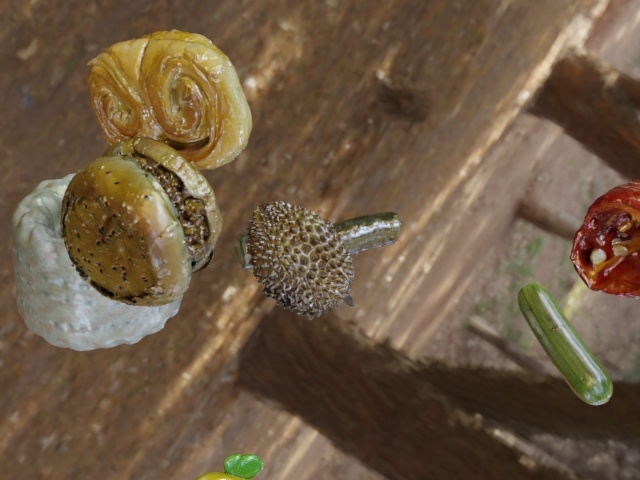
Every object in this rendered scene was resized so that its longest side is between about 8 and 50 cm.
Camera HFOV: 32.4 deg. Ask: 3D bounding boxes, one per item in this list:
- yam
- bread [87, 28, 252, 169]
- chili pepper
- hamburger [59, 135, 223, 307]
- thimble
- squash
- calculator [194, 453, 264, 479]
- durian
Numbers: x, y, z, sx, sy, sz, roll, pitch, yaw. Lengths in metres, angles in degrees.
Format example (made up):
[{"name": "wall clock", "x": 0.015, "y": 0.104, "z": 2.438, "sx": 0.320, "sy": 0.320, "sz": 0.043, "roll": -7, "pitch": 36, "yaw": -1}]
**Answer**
[{"name": "yam", "x": 0.000, "y": 0.000, "z": 1.625, "sx": 0.252, "sy": 0.061, "sz": 0.061, "roll": -9, "pitch": 148, "yaw": -20}, {"name": "bread", "x": -0.206, "y": -0.190, "z": 1.535, "sx": 0.120, "sy": 0.236, "sz": 0.198, "roll": -57, "pitch": 142, "yaw": -47}, {"name": "chili pepper", "x": 0.419, "y": -0.009, "z": 1.339, "sx": 0.338, "sy": 0.134, "sz": 0.131, "roll": -5, "pitch": 97, "yaw": -59}, {"name": "hamburger", "x": -0.195, "y": -0.014, "z": 1.126, "sx": 0.113, "sy": 0.185, "sz": 0.177, "roll": -50, "pitch": 157, "yaw": -38}, {"name": "thimble", "x": -0.343, "y": 0.025, "z": 1.750, "sx": 0.291, "sy": 0.291, "sz": 0.195, "roll": -45, "pitch": 146, "yaw": -52}, {"name": "squash", "x": 0.402, "y": 0.171, "z": 1.816, "sx": 0.066, "sy": 0.229, "sz": 0.066, "roll": -28, "pitch": 162, "yaw": -10}, {"name": "calculator", "x": -0.154, "y": 0.438, "z": 1.707, "sx": 0.235, "sy": 0.146, "sz": 0.032, "roll": -69, "pitch": -156, "yaw": 7}, {"name": "durian", "x": -0.022, "y": 0.032, "z": 1.043, "sx": 0.110, "sy": 0.140, "sz": 0.071, "roll": -18, "pitch": -148, "yaw": 50}]
